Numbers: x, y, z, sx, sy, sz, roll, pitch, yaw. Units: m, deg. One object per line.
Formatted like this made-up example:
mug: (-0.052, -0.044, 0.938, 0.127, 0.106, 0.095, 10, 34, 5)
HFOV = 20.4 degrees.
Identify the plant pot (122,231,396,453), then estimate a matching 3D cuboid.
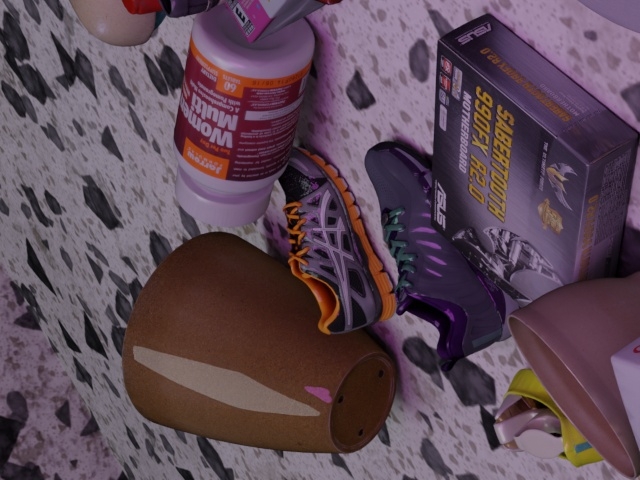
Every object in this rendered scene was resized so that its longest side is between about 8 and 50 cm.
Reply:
plant pot: (-0.048, 0.138, 1.983, 0.254, 0.237, 0.237, 20, 138, 35)

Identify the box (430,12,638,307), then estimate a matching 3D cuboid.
box: (0.171, -0.047, 1.476, 0.183, 0.056, 0.231, 45, 154, 32)

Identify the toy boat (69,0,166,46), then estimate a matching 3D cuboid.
toy boat: (-0.177, -0.307, 1.807, 0.318, 0.148, 0.267, 42, 147, 52)

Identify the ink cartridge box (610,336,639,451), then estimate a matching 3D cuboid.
ink cartridge box: (0.321, 0.122, 1.274, 0.176, 0.128, 0.127, 15, 130, 59)

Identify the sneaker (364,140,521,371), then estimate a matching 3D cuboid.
sneaker: (0.092, 0.011, 1.655, 0.223, 0.098, 0.083, 54, 157, 12)

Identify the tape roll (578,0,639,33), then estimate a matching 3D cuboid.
tape roll: (0.200, -0.234, 1.116, 0.219, 0.072, 0.219, 40, 158, 20)

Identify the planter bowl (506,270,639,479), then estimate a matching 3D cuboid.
planter bowl: (0.239, 0.092, 1.407, 0.162, 0.109, 0.162, 53, 174, 8)

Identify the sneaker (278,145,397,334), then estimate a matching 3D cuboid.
sneaker: (0.000, 0.000, 1.854, 0.215, 0.083, 0.084, 62, 159, -1)

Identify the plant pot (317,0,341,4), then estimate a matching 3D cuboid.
plant pot: (0.002, -0.328, 1.237, 0.236, 0.267, 0.267, 46, 154, 19)

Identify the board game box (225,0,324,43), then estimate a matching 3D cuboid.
board game box: (-0.076, -0.353, 1.570, 0.303, 0.097, 0.224, 60, 157, 3)

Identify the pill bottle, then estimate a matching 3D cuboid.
pill bottle: (-0.082, -0.125, 1.770, 0.121, 0.121, 0.221, 46, 141, 30)

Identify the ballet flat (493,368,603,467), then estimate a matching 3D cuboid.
ballet flat: (0.201, 0.164, 1.602, 0.077, 0.077, 0.231, 67, 165, -9)

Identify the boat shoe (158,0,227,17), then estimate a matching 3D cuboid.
boat shoe: (-0.158, -0.294, 1.606, 0.206, 0.065, 0.075, 59, 159, 2)

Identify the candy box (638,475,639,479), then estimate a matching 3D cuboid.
candy box: (0.326, 0.186, 1.471, 0.206, 0.027, 0.105, 16, 128, 59)
